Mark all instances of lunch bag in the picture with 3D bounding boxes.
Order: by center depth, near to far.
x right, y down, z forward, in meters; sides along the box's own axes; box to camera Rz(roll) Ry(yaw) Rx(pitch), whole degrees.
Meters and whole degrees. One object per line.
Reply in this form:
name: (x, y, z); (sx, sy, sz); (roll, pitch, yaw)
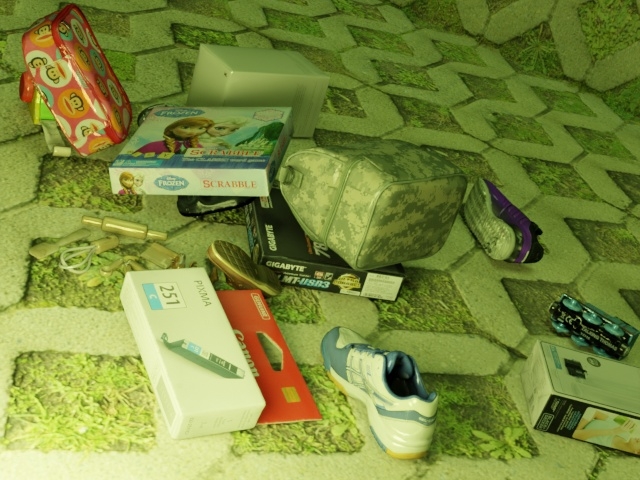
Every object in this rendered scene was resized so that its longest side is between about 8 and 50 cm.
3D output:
lunch bag: (0.100, -0.095, 1.872); (0.305, 0.212, 0.256); (-11, 40, -45)
lunch bag: (-0.511, -0.346, 2.040); (0.120, 0.293, 0.258); (-21, 26, 8)

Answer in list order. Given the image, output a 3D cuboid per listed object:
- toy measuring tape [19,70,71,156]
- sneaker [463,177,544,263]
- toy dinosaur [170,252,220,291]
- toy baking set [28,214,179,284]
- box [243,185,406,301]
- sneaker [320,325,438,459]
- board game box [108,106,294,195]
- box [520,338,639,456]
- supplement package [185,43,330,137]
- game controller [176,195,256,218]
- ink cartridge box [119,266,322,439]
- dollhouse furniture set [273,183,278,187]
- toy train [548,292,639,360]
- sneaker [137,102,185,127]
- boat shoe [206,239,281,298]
toy measuring tape: (-0.587, -0.305, 2.086); (0.121, 0.121, 0.330); (2, 32, -28)
sneaker: (0.441, -0.036, 2.257); (0.146, 0.102, 0.293); (13, 33, -20)
toy dinosaur: (-0.231, 0.096, 1.665); (0.112, 0.064, 0.211); (-10, 29, 2)
toy baking set: (-0.383, 0.012, 1.730); (0.256, 0.030, 0.196); (15, 28, -8)
box: (0.000, 0.000, 1.945); (0.294, 0.073, 0.295); (11, 28, -15)
sneaker: (0.105, 0.215, 1.561); (0.112, 0.130, 0.296); (-4, 34, -33)
board game box: (-0.236, -0.192, 1.992); (0.319, 0.065, 0.318); (1, 30, 8)
box: (0.520, 0.291, 1.720); (0.290, 0.087, 0.169); (16, 28, -5)
supplement package: (-0.158, -0.374, 2.400); (0.293, 0.177, 0.175); (-3, 35, -36)
game controller: (-0.213, -0.143, 2.038); (0.167, 0.067, 0.319); (-3, 30, 0)
ink cartridge box: (-0.152, 0.165, 1.514); (0.261, 0.066, 0.296); (-2, 44, -31)
dollhouse furniture set: (-0.122, -0.129, 2.111); (0.152, 0.058, 0.076); (18, 28, -2)
toy train: (0.559, 0.177, 1.963); (0.184, 0.080, 0.105); (33, 22, 29)
sneaker: (-0.306, -0.253, 2.201); (0.224, 0.083, 0.098); (5, 36, -26)
boat shoe: (-0.143, 0.061, 1.689); (0.178, 0.060, 0.064); (37, 28, -43)
